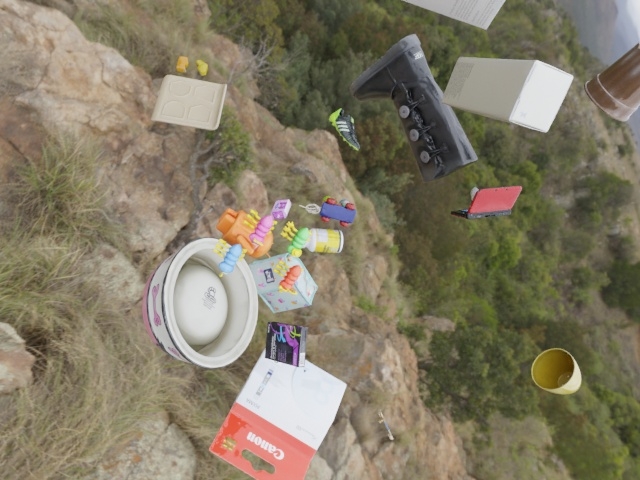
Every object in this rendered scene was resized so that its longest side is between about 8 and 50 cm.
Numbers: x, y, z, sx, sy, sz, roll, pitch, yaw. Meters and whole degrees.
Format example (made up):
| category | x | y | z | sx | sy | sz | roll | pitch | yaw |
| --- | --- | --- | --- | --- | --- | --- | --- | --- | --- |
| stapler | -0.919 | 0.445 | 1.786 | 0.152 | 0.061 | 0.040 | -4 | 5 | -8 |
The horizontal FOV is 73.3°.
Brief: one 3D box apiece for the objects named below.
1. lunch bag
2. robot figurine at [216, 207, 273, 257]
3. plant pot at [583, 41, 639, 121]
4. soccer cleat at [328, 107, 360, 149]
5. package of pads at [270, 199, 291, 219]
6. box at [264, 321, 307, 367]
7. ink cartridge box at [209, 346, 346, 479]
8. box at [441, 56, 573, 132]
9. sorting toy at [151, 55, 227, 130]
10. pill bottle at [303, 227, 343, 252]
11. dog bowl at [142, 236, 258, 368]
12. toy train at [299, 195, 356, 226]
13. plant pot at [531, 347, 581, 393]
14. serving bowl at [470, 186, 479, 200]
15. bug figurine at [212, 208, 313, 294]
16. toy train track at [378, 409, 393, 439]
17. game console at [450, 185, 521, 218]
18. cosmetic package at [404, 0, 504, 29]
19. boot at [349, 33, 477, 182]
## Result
| category | x | y | z | sx | sy | sz | roll | pitch | yaw |
| --- | --- | --- | --- | --- | --- | --- | --- | --- | --- |
| lunch bag | -0.173 | 0.179 | 1.898 | 0.262 | 0.223 | 0.160 | 57 | 34 | -29 |
| robot figurine | -0.263 | -0.021 | 1.541 | 0.219 | 0.158 | 0.128 | 35 | 77 | -21 |
| plant pot | 0.894 | -0.464 | 1.241 | 0.166 | 0.165 | 0.167 | 12 | 55 | -17 |
| soccer cleat | 0.095 | -0.395 | 1.519 | 0.179 | 0.072 | 0.060 | 57 | 18 | 23 |
| package of pads | -0.128 | -0.102 | 1.402 | 0.083 | 0.050 | 0.032 | -77 | 157 | -55 |
| box | -0.107 | 0.314 | 1.310 | 0.029 | 0.162 | 0.116 | 11 | 81 | -44 |
| ink cartridge box | -0.120 | 0.552 | 1.371 | 0.308 | 0.091 | 0.385 | 31 | 43 | -1 |
| box | 0.368 | -0.309 | 0.889 | 0.094 | 0.275 | 0.113 | 12 | 112 | -18 |
| sorting toy | -0.451 | -0.520 | 1.521 | 0.228 | 0.041 | 0.308 | 6 | 63 | -4 |
| pill bottle | 0.000 | 0.000 | 1.879 | 0.183 | 0.103 | 0.103 | 3 | 74 | -13 |
| dog bowl | -0.385 | 0.203 | 1.384 | 0.407 | 0.150 | 0.409 | 27 | 57 | -53 |
| toy train | 0.027 | -0.155 | 1.889 | 0.247 | 0.105 | 0.143 | 14 | 25 | -9 |
| plant pot | 0.728 | 0.409 | 1.301 | 0.095 | 0.134 | 0.134 | 37 | 52 | -20 |
| serving bowl | 0.507 | -0.129 | 1.380 | 0.083 | 0.027 | 0.083 | 54 | 11 | -15 |
| bug figurine | -0.139 | 0.037 | 1.179 | 0.278 | 0.072 | 0.217 | 21 | 106 | -30 |
| toy train track | 0.138 | 0.403 | 0.938 | 0.083 | 0.014 | 0.048 | -124 | -169 | -72 |
| game console | 0.448 | -0.107 | 1.172 | 0.143 | 0.124 | 0.086 | -6 | 103 | -17 |
| cosmetic package | 0.256 | -0.645 | 0.951 | 0.365 | 0.197 | 0.155 | 21 | 77 | -1 |
| boot | 0.305 | -0.409 | 1.492 | 0.146 | 0.367 | 0.446 | -32 | 96 | -21 |
